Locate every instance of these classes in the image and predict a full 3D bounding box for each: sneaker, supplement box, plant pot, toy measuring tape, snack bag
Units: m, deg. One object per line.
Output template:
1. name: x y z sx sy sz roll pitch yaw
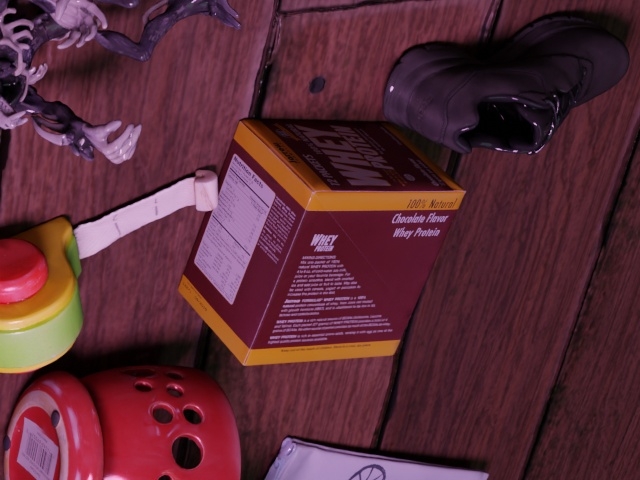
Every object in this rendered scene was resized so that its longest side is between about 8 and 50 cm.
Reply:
1. sneaker: 0.203 -0.138 1.905 0.286 0.130 0.109 -18 131 -30
2. supplement box: 0.000 0.000 1.849 0.191 0.129 0.194 -1 124 -39
3. plant pot: -0.194 0.212 1.824 0.174 0.191 0.191 3 121 -34
4. toy measuring tape: -0.212 0.035 1.713 0.330 0.121 0.121 -24 136 -23
5. snack bag: 0.003 0.376 2.245 0.342 0.037 0.323 14 113 -43

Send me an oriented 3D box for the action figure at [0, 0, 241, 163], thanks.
1. action figure: -0.199 -0.153 1.547 0.275 0.141 0.164 -35 141 -17
